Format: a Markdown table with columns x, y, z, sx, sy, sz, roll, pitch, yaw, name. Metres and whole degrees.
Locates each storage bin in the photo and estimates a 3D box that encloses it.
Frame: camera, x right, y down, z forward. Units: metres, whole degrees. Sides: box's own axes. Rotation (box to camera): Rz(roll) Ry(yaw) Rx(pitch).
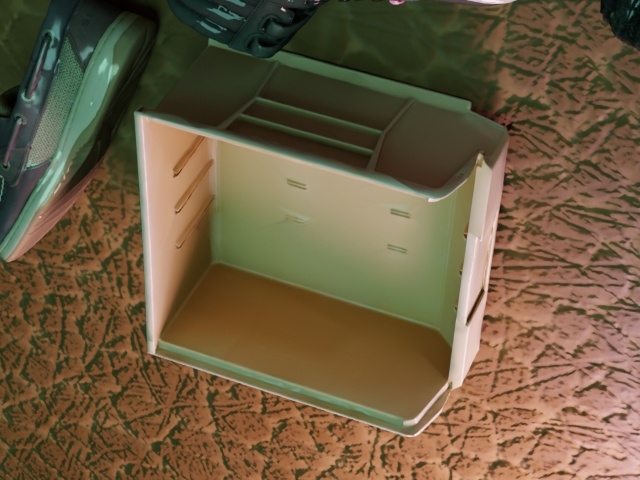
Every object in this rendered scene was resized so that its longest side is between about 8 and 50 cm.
| x | y | z | sx | sy | sz | roll | pitch | yaw | name |
| --- | --- | --- | --- | --- | --- | --- | --- | --- | --- |
| 0.000 | 0.000 | 1.294 | 0.260 | 0.123 | 0.262 | 17 | 134 | 15 | storage bin |

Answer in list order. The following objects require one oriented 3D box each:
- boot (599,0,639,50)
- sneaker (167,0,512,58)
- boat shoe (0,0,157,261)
| x | y | z | sx | sy | sz | roll | pitch | yaw | name |
| --- | --- | --- | --- | --- | --- | --- | --- | --- | --- |
| 0.196 | -0.202 | 0.843 | 0.131 | 0.348 | 0.260 | 37 | 131 | 19 | boot |
| 0.008 | -0.190 | 1.139 | 0.295 | 0.104 | 0.147 | 21 | 138 | 19 | sneaker |
| -0.226 | -0.097 | 1.351 | 0.092 | 0.103 | 0.285 | 37 | 133 | 1 | boat shoe |
